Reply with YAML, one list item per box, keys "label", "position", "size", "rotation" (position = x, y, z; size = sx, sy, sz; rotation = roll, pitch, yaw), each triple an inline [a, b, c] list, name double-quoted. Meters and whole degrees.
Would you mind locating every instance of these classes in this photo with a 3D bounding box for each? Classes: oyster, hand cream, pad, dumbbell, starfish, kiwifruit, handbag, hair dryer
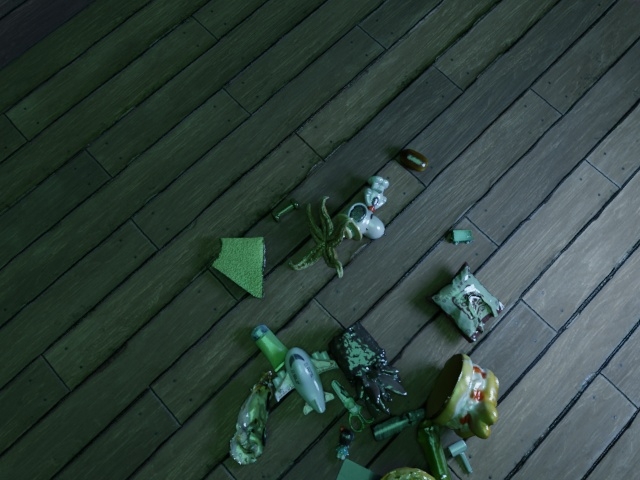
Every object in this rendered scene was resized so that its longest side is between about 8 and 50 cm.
- label: "oyster"
  position: [-0.233, 0.637, 1.586]
  size: [0.128, 0.078, 0.345]
  rotation: [14, 85, 11]
- label: "hand cream"
  position: [-0.190, 0.399, 1.663]
  size: [0.095, 0.046, 0.175]
  rotation: [-41, 88, -14]
- label: "pad"
  position: [0.137, 0.868, 1.569]
  size: [0.157, 0.003, 0.112]
  rotation: [25, 78, 6]
- label: "dumbbell"
  position: [-0.143, -0.123, 1.787]
  size: [0.117, 0.046, 0.052]
  rotation: [-36, 73, -8]
- label: "starfish"
  position: [0.006, 0.005, 1.703]
  size: [0.327, 0.094, 0.375]
  rotation: [-53, 44, 17]
- label: "kiwifruit"
  position: [0.390, -0.333, 1.826]
  size: [0.124, 0.075, 0.075]
  rotation: [29, 78, 11]
- label: "handbag"
  position: [0.555, 0.232, 1.660]
  size: [0.213, 0.127, 0.235]
  rotation: [-41, 82, -11]
- label: "hair dryer"
  position: [0.511, 0.787, 1.576]
  size: [0.063, 0.038, 0.125]
  rotation: [-25, 85, -4]

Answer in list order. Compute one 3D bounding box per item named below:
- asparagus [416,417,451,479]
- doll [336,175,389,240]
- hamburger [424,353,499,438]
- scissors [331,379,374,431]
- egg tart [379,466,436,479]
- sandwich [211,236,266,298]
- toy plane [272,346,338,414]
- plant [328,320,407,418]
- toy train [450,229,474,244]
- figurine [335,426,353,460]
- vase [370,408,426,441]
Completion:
- label: "asparagus"
  position: [0.416, 0.790, 1.553]
  size: [0.085, 0.082, 0.344]
  rotation: [-3, 74, -38]
- label: "doll"
  position: [0.168, -0.129, 1.755]
  size: [0.207, 0.144, 0.272]
  rotation: [8, 79, -20]
- label: "hamburger"
  position: [0.499, 0.541, 1.496]
  size: [0.186, 0.303, 0.261]
  rotation: [29, 83, 10]
- label: "scissors"
  position: [0.107, 0.602, 1.621]
  size: [0.101, 0.027, 0.204]
  rotation: [-38, 82, -12]
- label: "egg tart"
  position: [0.305, 0.921, 1.497]
  size: [0.287, 0.118, 0.289]
  rotation: [0, 76, -1]
- label: "sandwich"
  position: [-0.323, 0.109, 1.727]
  size: [0.211, 0.063, 0.245]
  rotation: [-1, 76, 3]
- label: "toy plane"
  position: [-0.052, 0.508, 1.599]
  size: [0.251, 0.118, 0.253]
  rotation: [0, 75, 0]
- label: "plant"
  position: [0.170, 0.459, 1.572]
  size: [0.181, 0.194, 0.321]
  rotation: [-37, 76, -5]
- label: "toy train"
  position: [0.569, -0.015, 1.766]
  size: [0.093, 0.038, 0.057]
  rotation: [-2, 74, 0]
- label: "figurine"
  position: [0.083, 0.733, 1.583]
  size: [0.059, 0.047, 0.106]
  rotation: [13, 82, 40]
- label: "vase"
  position: [0.286, 0.661, 1.591]
  size: [0.211, 0.060, 0.060]
  rotation: [-21, 77, -6]
